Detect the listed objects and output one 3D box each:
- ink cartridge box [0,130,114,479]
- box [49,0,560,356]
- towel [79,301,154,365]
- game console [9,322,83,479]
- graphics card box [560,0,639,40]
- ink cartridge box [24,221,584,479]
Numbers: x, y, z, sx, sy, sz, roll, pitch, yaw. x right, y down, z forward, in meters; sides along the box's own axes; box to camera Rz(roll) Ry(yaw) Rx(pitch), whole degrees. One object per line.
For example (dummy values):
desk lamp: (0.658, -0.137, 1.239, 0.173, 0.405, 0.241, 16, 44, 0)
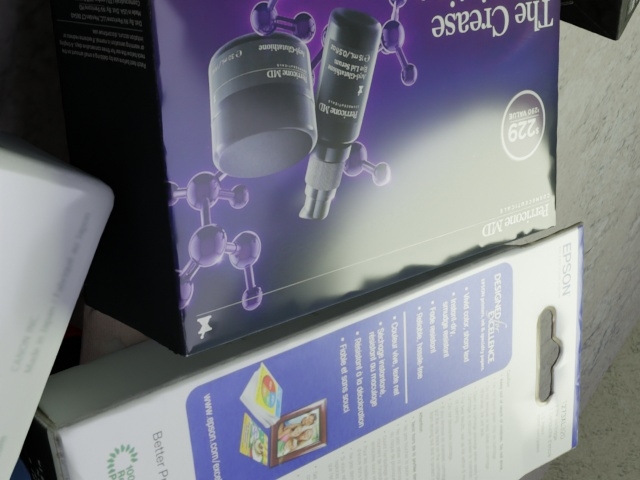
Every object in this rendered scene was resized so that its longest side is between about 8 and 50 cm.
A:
ink cartridge box: (-0.290, 0.067, 0.365, 0.385, 0.091, 0.308, 18, 95, -46)
box: (0.005, -0.072, 0.550, 0.261, 0.103, 0.184, -18, 116, -36)
towel: (0.000, 0.000, 0.666, 0.317, 0.053, 0.332, -4, 105, -39)
game console: (-0.262, 0.245, 0.655, 0.386, 0.060, 0.342, -43, 151, -27)
graphics card box: (0.275, -0.369, 0.815, 0.371, 0.094, 0.233, -60, 162, -9)
ink cartridge box: (0.014, 0.110, 0.635, 0.371, 0.069, 0.176, -18, 116, -31)
